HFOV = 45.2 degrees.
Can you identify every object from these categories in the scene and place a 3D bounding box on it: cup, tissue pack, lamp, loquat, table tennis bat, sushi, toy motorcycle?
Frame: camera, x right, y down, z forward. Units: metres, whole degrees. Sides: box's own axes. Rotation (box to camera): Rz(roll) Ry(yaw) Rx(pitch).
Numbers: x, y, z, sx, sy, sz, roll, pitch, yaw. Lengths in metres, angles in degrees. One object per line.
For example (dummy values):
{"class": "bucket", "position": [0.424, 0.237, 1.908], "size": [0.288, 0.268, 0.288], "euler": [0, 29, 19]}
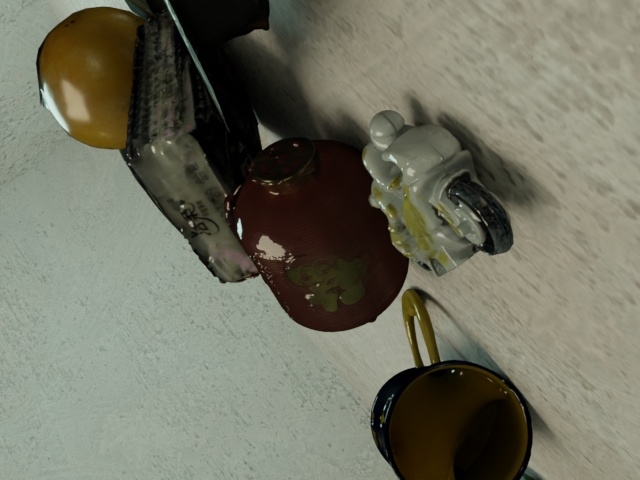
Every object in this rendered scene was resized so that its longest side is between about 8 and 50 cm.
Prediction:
{"class": "cup", "position": [0.169, 0.211, 1.043], "size": [0.178, 0.255, 0.256], "euler": [14, 171, 0]}
{"class": "tissue pack", "position": [-0.141, -0.130, 0.989], "size": [0.245, 0.123, 0.332], "euler": [57, -166, -40]}
{"class": "lamp", "position": [0.000, 0.000, 0.857], "size": [0.180, 0.180, 0.258], "euler": [42, 164, 46]}
{"class": "loquat", "position": [-0.340, -0.261, 1.246], "size": [0.235, 0.235, 0.235], "euler": [50, 170, 12]}
{"class": "table tennis bat", "position": [-0.250, -0.348, 1.242], "size": [0.274, 0.021, 0.154], "euler": [40, 165, 42]}
{"class": "sushi", "position": [-0.122, -0.294, 0.670], "size": [0.373, 0.100, 0.296], "euler": [64, 177, -4]}
{"class": "toy motorcycle", "position": [0.085, -0.038, 0.645], "size": [0.151, 0.074, 0.229], "euler": [55, 172, 0]}

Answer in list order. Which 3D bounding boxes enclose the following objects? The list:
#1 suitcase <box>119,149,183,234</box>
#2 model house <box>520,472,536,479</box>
{"class": "suitcase", "position": [-0.250, -0.135, 1.503], "size": [0.283, 0.194, 0.434], "euler": [57, 171, -26]}
{"class": "model house", "position": [0.327, 0.434, 1.181], "size": [0.149, 0.119, 0.148], "euler": [30, 151, -14]}
